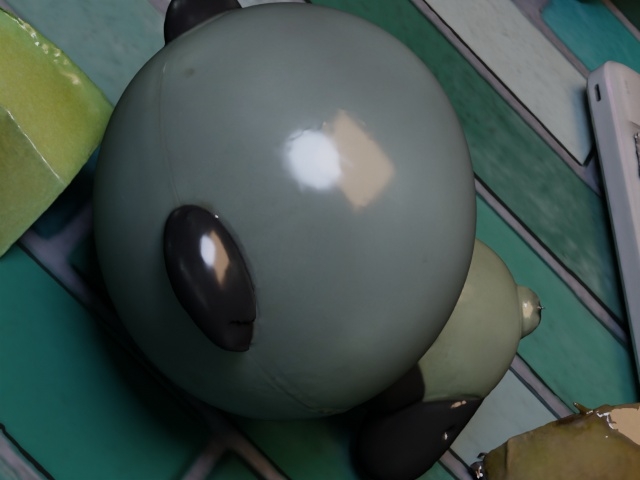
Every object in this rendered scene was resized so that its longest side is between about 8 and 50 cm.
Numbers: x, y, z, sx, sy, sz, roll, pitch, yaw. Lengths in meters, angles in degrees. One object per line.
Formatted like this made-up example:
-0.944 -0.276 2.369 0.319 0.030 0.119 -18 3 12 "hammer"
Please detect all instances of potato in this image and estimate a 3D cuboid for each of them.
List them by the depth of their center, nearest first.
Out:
0.210 0.164 0.907 0.243 0.098 0.138 7 58 -39 "potato"

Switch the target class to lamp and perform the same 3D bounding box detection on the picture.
0.000 0.000 0.782 0.244 0.197 0.198 44 33 -46 "lamp"

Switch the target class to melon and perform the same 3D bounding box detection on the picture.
-0.186 -0.058 0.728 0.209 0.064 0.118 20 47 -36 "melon"

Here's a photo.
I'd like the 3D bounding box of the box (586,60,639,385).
0.248 0.012 1.102 0.142 0.044 0.285 24 45 -32 "box"
